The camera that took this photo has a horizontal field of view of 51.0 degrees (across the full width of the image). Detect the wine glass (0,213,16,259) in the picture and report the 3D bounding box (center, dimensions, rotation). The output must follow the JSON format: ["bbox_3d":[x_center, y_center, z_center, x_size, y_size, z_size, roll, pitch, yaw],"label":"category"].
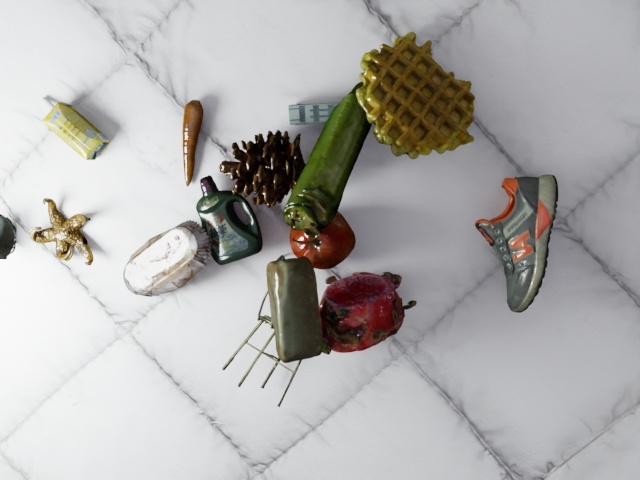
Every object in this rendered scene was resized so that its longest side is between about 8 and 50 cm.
[{"bbox_3d":[-0.887,-0.005,1.703,0.183,0.122,0.122,-3,98,8],"label":"wine glass"}]

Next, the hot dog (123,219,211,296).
[{"bbox_3d":[-0.382,0.053,1.672,0.268,0.075,0.144,-29,91,21],"label":"hot dog"}]

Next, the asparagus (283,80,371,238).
[{"bbox_3d":[0.033,-0.189,1.528,0.108,0.128,0.382,15,64,17],"label":"asparagus"}]

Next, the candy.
[{"bbox_3d":[-0.060,0.155,1.513,0.104,0.102,0.234,-9,105,-22],"label":"candy"}]

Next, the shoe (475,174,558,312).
[{"bbox_3d":[0.449,0.001,1.592,0.171,0.132,0.336,10,97,8],"label":"shoe"}]

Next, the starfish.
[{"bbox_3d":[-0.638,-0.017,1.699,0.190,0.074,0.146,37,101,-1],"label":"starfish"}]

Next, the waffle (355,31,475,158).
[{"bbox_3d":[0.227,-0.332,1.548,0.282,0.058,0.300,-27,87,-18],"label":"waffle"}]

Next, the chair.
[{"bbox_3d":[-0.095,0.220,1.648,0.170,0.160,0.325,34,83,-25],"label":"chair"}]

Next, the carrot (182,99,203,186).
[{"bbox_3d":[-0.322,-0.239,1.660,0.048,0.048,0.216,9,103,3],"label":"carrot"}]

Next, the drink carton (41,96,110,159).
[{"bbox_3d":[-0.623,-0.289,1.660,0.200,0.074,0.084,41,99,-3],"label":"drink carton"}]

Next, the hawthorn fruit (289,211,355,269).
[{"bbox_3d":[0.000,0.000,1.584,0.163,0.203,0.162,1,100,4],"label":"hawthorn fruit"}]

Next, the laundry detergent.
[{"bbox_3d":[-0.233,-0.059,1.660,0.144,0.078,0.221,-17,95,13],"label":"laundry detergent"}]

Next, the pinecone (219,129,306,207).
[{"bbox_3d":[-0.131,-0.166,1.588,0.212,0.168,0.185,-11,55,19],"label":"pinecone"}]

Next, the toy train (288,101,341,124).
[{"bbox_3d":[0.041,-0.308,1.613,0.234,0.051,0.052,-2,102,5],"label":"toy train"}]

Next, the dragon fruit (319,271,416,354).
[{"bbox_3d":[0.097,0.156,1.610,0.282,0.211,0.147,-25,104,-21],"label":"dragon fruit"}]
